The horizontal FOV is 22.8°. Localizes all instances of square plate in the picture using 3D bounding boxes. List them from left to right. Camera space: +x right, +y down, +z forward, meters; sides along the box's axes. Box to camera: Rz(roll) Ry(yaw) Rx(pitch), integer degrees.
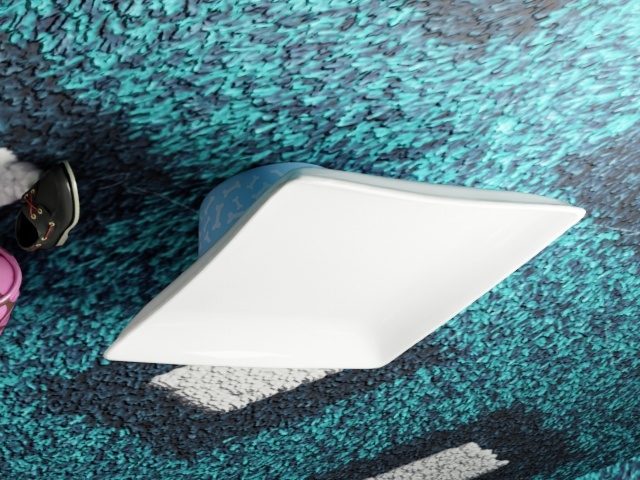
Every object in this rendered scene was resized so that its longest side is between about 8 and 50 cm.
[{"bbox_3d":[0.017,0.029,1.506,0.347,0.049,0.344,5,148,-36],"label":"square plate"}]

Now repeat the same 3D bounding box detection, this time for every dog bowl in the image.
[{"bbox_3d":[0.000,0.000,1.582,0.166,0.074,0.297,-33,149,33],"label":"dog bowl"}]

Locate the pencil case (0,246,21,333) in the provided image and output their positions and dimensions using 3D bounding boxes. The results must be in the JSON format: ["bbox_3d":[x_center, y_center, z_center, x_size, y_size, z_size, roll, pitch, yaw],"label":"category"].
[{"bbox_3d":[-0.356,0.078,1.526,0.098,0.095,0.209,-41,170,-36],"label":"pencil case"}]

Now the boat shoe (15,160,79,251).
[{"bbox_3d":[-0.244,-0.028,1.417,0.042,0.049,0.133,-12,160,-25],"label":"boat shoe"}]
